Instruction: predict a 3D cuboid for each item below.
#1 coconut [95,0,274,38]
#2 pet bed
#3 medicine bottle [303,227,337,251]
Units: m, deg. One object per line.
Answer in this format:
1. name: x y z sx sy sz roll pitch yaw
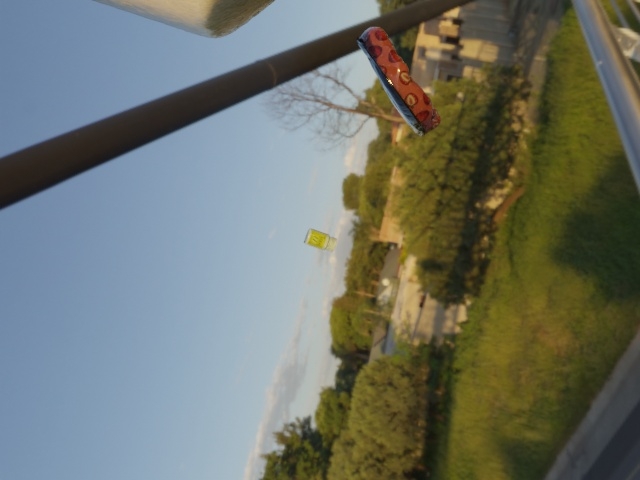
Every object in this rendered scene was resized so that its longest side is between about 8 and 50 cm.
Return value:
1. coconut: -0.105 -0.302 0.482 0.237 0.265 0.237 15 -90 -87
2. pet bed: 0.126 -0.261 0.929 0.053 0.201 0.201 -36 3 14
3. medicine bottle: 0.000 0.000 1.559 0.047 0.083 0.047 -161 90 -82
